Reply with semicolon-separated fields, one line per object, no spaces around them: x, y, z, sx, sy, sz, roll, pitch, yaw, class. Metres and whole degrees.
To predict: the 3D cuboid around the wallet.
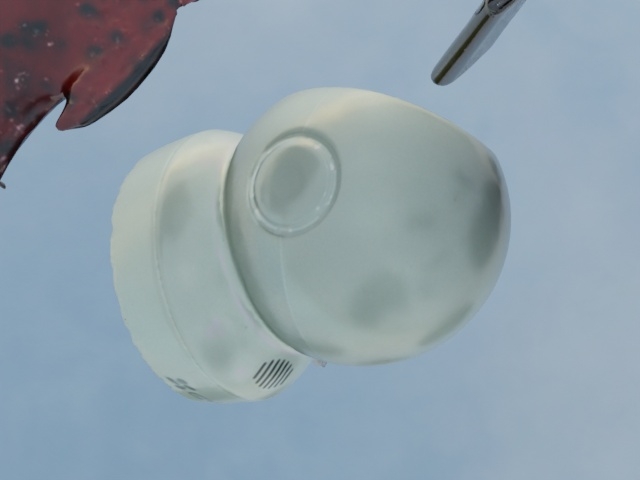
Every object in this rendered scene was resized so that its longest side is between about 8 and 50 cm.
0.204;-0.263;1.312;0.110;0.198;0.031;-42;-94;-20;wallet

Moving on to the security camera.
0.007;0.000;0.696;0.194;0.236;0.194;34;-132;-50;security camera

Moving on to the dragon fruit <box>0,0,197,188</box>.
-0.135;-0.090;0.567;0.122;0.092;0.192;28;-102;5;dragon fruit

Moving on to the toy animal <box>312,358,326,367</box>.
-0.003;-0.006;1.423;0.208;0.154;0.325;29;-105;-30;toy animal
